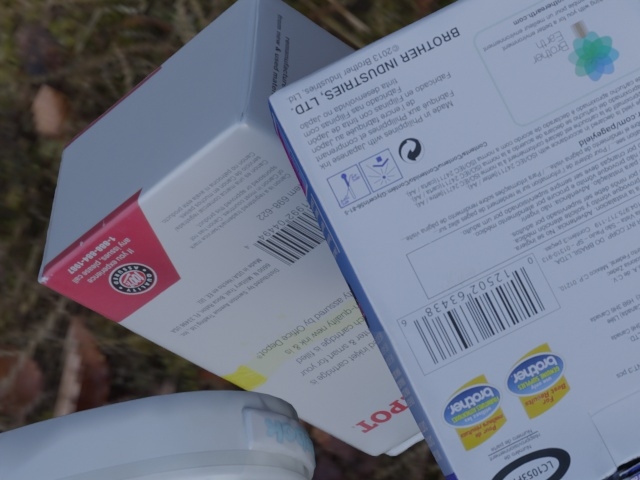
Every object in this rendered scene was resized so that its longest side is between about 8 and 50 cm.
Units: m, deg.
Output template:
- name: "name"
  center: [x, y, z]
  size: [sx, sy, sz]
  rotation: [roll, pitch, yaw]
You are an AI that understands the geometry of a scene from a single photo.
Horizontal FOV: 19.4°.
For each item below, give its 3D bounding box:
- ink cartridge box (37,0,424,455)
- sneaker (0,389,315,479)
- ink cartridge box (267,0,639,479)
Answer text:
- name: "ink cartridge box"
  center: [0.000, 0.000, 1.611]
  size: [0.279, 0.385, 0.160]
  rotation: [-35, 37, 36]
- name: "sneaker"
  center: [-0.165, 0.175, 0.678]
  size: [0.366, 0.135, 0.150]
  rotation: [-22, 61, 16]
- name: "ink cartridge box"
  center: [0.167, 0.028, 1.281]
  size: [0.270, 0.151, 0.395]
  rotation: [-27, 81, 1]
